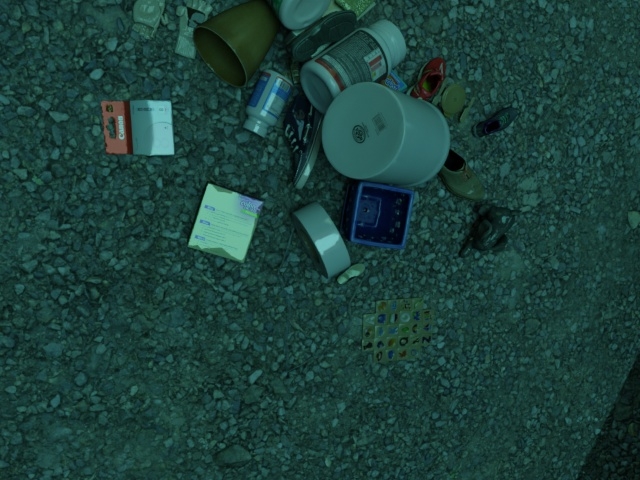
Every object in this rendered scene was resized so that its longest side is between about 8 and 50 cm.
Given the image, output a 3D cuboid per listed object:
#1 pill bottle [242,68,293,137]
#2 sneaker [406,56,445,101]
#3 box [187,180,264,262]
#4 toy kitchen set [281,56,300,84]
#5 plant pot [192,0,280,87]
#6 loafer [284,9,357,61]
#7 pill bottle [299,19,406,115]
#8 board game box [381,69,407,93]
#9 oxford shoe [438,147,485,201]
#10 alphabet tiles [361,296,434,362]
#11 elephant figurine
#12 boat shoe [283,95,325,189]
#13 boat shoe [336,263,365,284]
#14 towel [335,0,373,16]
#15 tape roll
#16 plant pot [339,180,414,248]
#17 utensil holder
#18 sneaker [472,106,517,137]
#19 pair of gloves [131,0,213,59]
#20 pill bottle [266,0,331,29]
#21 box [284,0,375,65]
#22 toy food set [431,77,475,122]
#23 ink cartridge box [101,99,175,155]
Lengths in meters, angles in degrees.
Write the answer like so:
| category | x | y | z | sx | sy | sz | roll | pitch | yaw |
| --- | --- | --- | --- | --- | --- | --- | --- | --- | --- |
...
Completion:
| category | x | y | z | sx | sy | sz | roll | pitch | yaw |
| --- | --- | --- | --- | --- | --- | --- | --- | --- | --- |
| pill bottle | -0.197 | -0.490 | 1.738 | 0.124 | 0.124 | 0.222 | 25 | 93 | -19 |
| sneaker | 0.439 | -0.624 | 1.870 | 0.107 | 0.118 | 0.279 | 38 | 61 | -14 |
| box | -0.353 | -0.069 | 1.774 | 0.213 | 0.117 | 0.243 | 17 | 96 | -18 |
| toy kitchen set | -0.105 | -0.621 | 1.765 | 0.068 | 0.075 | 0.084 | -15 | 100 | -12 |
| plant pot | -0.263 | -0.701 | 1.645 | 0.237 | 0.237 | 0.254 | 45 | 71 | -19 |
| loafer | -0.003 | -0.709 | 1.627 | 0.267 | 0.084 | 0.096 | -35 | 143 | -10 |
| pill bottle | 0.122 | -0.620 | 1.711 | 0.363 | 0.210 | 0.210 | -40 | 109 | -17 |
| board game box | 0.200 | -0.579 | 1.842 | 0.210 | 0.047 | 0.160 | -37 | 78 | -8 |
| oxford shoe | 0.576 | -0.273 | 2.001 | 0.348 | 0.130 | 0.123 | 35 | 89 | -19 |
| alphabet tiles | 0.343 | 0.394 | 2.121 | 0.342 | 0.011 | 0.286 | -2 | 101 | -16 |
| elephant figurine | 0.726 | -0.023 | 2.062 | 0.169 | 0.186 | 0.240 | 23 | 79 | 15 |
| boat shoe | -0.083 | -0.373 | 1.805 | 0.158 | 0.127 | 0.341 | 20 | 86 | -12 |
| boat shoe | 0.124 | 0.138 | 1.994 | 0.133 | 0.042 | 0.049 | -33 | 87 | -8 |
| towel | 0.128 | -0.848 | 1.667 | 0.110 | 0.027 | 0.148 | 42 | 86 | -18 |
| tape roll | 0.000 | 0.000 | 1.804 | 0.100 | 0.286 | 0.286 | -29 | 107 | -10 |
| plant pot | 0.205 | -0.108 | 1.880 | 0.235 | 0.212 | 0.236 | 7 | 98 | -17 |
| utensil holder | 0.228 | -0.354 | 1.661 | 0.385 | 0.327 | 0.328 | -7 | 106 | -56 |
| sneaker | 0.759 | -0.495 | 2.031 | 0.223 | 0.098 | 0.083 | -30 | 107 | -9 |
| pair of gloves | -0.509 | -0.761 | 1.639 | 0.240 | 0.042 | 0.204 | 23 | 93 | -18 |
| pill bottle | -0.133 | -0.897 | 1.579 | 0.204 | 0.204 | 0.361 | -32 | 78 | -9 |
| box | 0.032 | -0.787 | 1.740 | 0.311 | 0.148 | 0.121 | -43 | 107 | -7 |
| toy food set | 0.538 | -0.576 | 1.971 | 0.192 | 0.038 | 0.133 | 21 | 101 | -32 |
| ink cartridge box | -0.630 | -0.390 | 1.667 | 0.232 | 0.066 | 0.189 | -4 | 102 | -20 |
